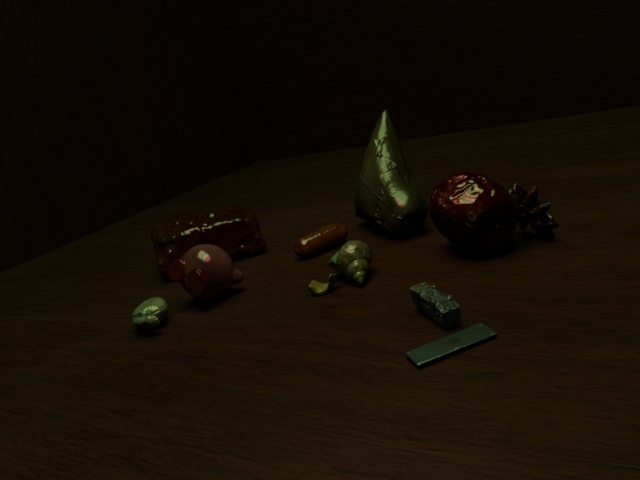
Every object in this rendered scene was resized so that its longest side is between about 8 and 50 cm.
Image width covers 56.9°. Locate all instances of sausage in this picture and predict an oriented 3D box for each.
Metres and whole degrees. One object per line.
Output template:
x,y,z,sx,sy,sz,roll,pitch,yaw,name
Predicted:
0.000,0.000,1.929,0.197,0.076,0.076,-24,19,-26,sausage

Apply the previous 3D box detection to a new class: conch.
0.089,0.054,1.637,0.116,0.106,0.173,-30,7,-24,conch

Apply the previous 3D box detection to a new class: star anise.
0.556,-0.076,1.608,0.073,0.177,0.234,-37,2,-3,star anise

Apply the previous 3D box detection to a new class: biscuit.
-0.416,-0.014,2.167,0.394,0.167,0.342,-17,18,-12,biscuit

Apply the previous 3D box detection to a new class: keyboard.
0.254,0.202,1.145,0.176,0.014,0.055,-18,17,-14,keyboard

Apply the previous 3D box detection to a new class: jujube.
0.407,-0.074,1.594,0.212,0.213,0.232,-17,23,-9,jujube

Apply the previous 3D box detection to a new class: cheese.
0.015,0.116,1.586,0.084,0.042,0.060,-26,6,15,cheese

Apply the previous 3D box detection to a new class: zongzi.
0.246,-0.223,1.939,0.174,0.394,0.356,5,14,-21,zongzi

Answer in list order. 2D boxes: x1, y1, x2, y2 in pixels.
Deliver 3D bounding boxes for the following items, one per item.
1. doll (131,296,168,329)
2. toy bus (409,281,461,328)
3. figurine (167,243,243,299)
-0.480,0.202,1.660,0.103,0.072,0.214,-16,13,-11,doll
0.247,0.139,1.279,0.051,0.061,0.153,-17,18,-14,toy bus
-0.334,0.092,1.738,0.173,0.174,0.173,-13,16,4,figurine
